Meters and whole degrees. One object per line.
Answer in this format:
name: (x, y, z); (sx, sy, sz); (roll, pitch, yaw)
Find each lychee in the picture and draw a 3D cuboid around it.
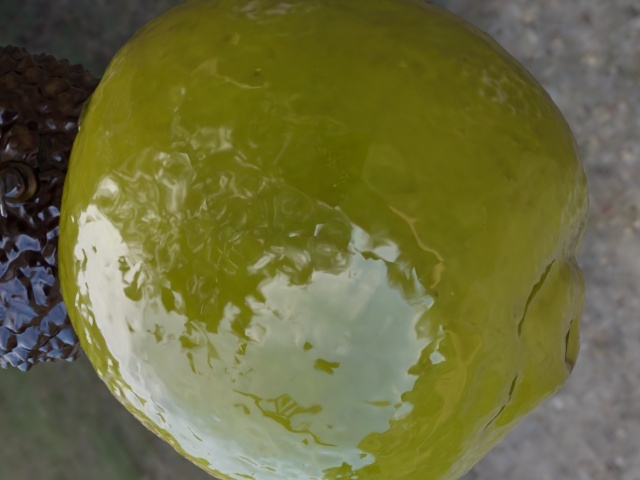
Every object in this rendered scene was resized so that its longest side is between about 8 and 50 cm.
lychee: (-0.239, -0.026, 1.590); (0.264, 0.264, 0.300); (56, 169, 2)

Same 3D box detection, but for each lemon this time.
lemon: (0.000, 0.000, 1.216); (0.348, 0.348, 0.348); (40, 149, 30)
